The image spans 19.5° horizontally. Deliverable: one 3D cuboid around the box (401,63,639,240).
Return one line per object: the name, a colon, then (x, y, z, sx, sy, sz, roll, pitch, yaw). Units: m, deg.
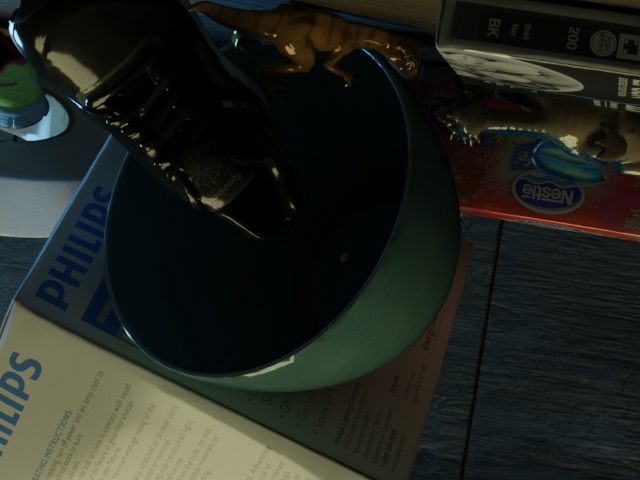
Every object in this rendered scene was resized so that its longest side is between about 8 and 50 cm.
box: (0.211, -0.071, 1.603, 0.257, 0.122, 0.128, 10, 180, 15)

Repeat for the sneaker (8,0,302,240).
sneaker: (-0.095, -0.090, 1.287, 0.283, 0.107, 0.124, 33, -159, -53)

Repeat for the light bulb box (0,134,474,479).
light bulb box: (-0.089, 0.096, 1.693, 0.361, 0.225, 0.358, 27, -141, -4)

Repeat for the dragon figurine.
dragon figurine: (0.221, -0.086, 1.463, 0.289, 0.085, 0.144, 15, 179, -36)

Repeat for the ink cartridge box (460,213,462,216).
ink cartridge box: (0.003, -0.041, 1.966, 0.270, 0.198, 0.197, 23, 179, -2)

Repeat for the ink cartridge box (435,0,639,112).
ink cartridge box: (0.186, -0.114, 1.186, 0.208, 0.045, 0.206, 8, 180, 10)

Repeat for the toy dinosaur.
toy dinosaur: (-0.028, -0.152, 1.336, 0.211, 0.064, 0.112, 5, 158, -31)

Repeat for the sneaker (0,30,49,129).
sneaker: (-0.371, -0.200, 1.943, 0.208, 0.081, 0.094, 24, 141, 20)

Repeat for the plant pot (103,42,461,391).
plant pot: (0.000, 0.000, 1.491, 0.290, 0.290, 0.195, 10, 165, 39)

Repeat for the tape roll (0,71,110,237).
tape roll: (-0.370, -0.121, 2.001, 0.392, 0.072, 0.392, 15, -157, -6)
